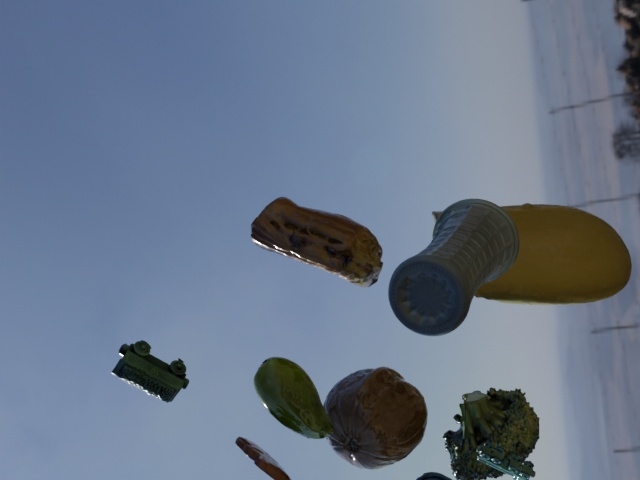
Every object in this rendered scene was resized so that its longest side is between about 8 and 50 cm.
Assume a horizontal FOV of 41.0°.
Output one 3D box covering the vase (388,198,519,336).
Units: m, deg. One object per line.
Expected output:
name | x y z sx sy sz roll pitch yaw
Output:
vase | 0.193 0.038 1.250 0.299 0.143 0.143 -32 -64 -63

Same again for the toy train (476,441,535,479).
toy train | 0.278 0.335 1.288 0.029 0.092 0.045 -56 -20 -34

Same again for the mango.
mango | -0.042 0.259 1.369 0.165 0.091 0.074 51 -142 -9

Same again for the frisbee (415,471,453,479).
frisbee | 0.320 0.717 2.218 0.242 0.045 0.242 30 -146 -23

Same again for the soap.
soap | 0.468 0.027 1.894 0.306 0.427 0.115 -95 7 -52

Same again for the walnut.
walnut | 0.115 0.367 1.799 0.228 0.228 0.228 -6 -90 -76

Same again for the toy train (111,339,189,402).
toy train | -0.371 0.290 1.880 0.070 0.172 0.099 -53 12 33

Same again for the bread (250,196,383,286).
bread | 0.000 0.000 1.464 0.099 0.210 0.235 -68 -16 -3

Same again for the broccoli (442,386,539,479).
broccoli | 0.342 0.395 1.756 0.226 0.198 0.176 -1 -100 -31

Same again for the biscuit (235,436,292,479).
biscuit | -0.094 0.366 1.428 0.102 0.019 0.130 44 170 -31
